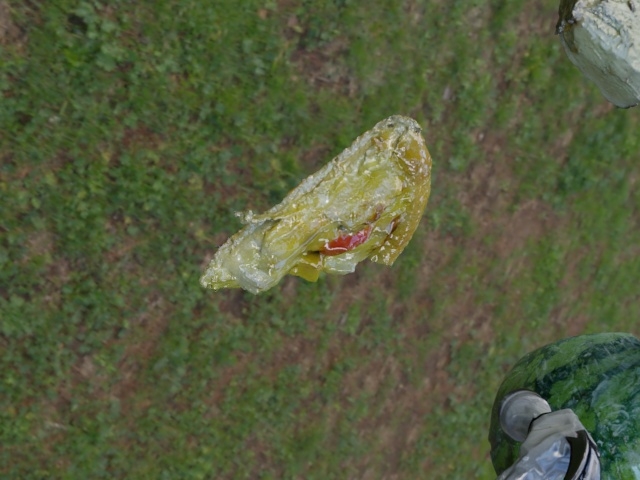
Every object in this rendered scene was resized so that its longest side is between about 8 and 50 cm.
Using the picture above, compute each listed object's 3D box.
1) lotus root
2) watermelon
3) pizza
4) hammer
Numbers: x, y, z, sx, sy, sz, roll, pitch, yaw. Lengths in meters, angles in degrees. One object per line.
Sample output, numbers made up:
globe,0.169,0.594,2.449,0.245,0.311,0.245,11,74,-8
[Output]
lotus root,0.331,-0.234,1.020,0.144,0.070,0.143,25,79,-23
watermelon,0.296,0.217,0.940,0.224,0.305,0.180,-57,152,0
pizza,0.000,0.000,1.069,0.288,0.075,0.280,-28,154,-8
hammer,0.042,0.276,0.737,0.427,0.152,0.044,-38,106,-2
